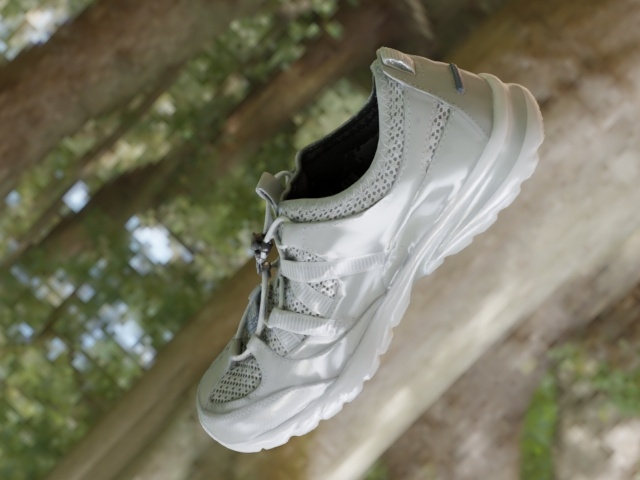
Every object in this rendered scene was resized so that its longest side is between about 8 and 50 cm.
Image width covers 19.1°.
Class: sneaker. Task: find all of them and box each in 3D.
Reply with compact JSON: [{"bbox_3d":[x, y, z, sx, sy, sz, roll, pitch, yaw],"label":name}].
[{"bbox_3d":[0.000,0.000,1.084,0.115,0.281,0.105,27,-156,-24],"label":"sneaker"}]
